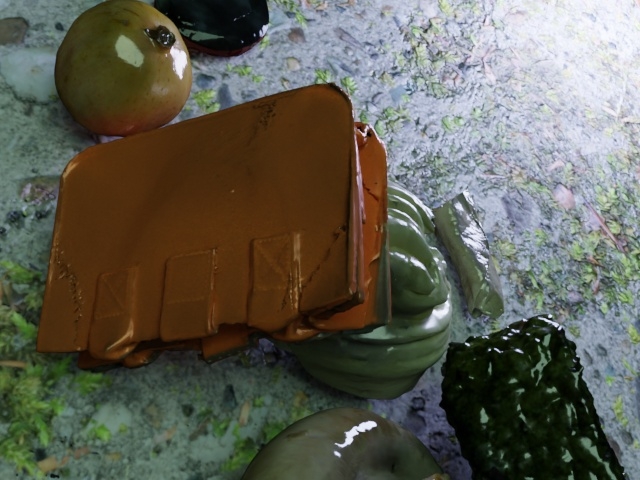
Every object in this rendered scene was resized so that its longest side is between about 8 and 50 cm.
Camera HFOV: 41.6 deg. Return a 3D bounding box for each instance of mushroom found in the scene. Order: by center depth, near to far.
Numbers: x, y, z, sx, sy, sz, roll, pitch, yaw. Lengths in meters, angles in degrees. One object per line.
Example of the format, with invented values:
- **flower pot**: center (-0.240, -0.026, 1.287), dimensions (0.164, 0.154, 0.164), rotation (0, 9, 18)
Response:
- **mushroom**: center (0.073, 0.346, 0.900), dimensions (0.362, 0.295, 0.362), rotation (43, 30, -33)

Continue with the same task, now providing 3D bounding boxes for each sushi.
- **sushi**: center (0.291, 0.275, 1.078), dimensions (0.294, 0.178, 0.351), rotation (25, 45, -68)

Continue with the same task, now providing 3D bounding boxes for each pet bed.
- **pet bed**: center (-0.175, -0.377, 1.358), dimensions (0.201, 0.053, 0.201), rotation (11, 61, -19)

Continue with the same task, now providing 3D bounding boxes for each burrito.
- **burrito**: center (0.234, 0.018, 1.328), dimensions (0.087, 0.060, 0.226), rotation (-1, 63, -31)

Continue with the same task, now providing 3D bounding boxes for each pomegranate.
- **pomegranate**: center (-0.271, -0.236, 1.157), dimensions (0.191, 0.191, 0.191), rotation (11, 59, -20)

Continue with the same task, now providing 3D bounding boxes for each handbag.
- **handbag**: center (-0.124, -0.005, 0.996), dimensions (0.116, 0.410, 0.303), rotation (45, 39, -55)

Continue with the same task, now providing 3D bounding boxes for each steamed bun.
- **steamed bun**: center (0.042, 0.052, 1.092), dimensions (0.320, 0.206, 0.275), rotation (41, 92, -3)
